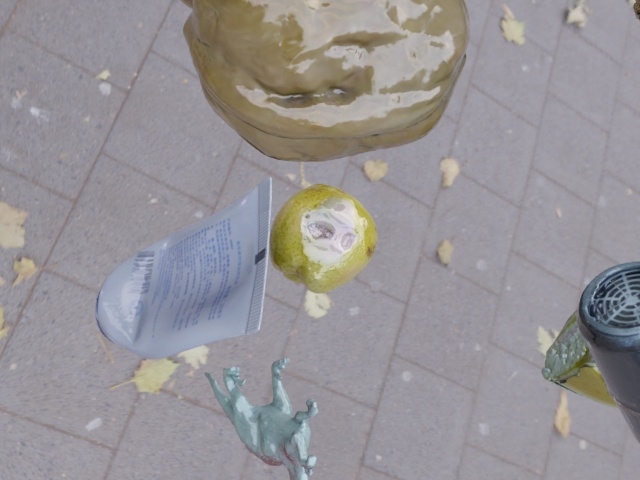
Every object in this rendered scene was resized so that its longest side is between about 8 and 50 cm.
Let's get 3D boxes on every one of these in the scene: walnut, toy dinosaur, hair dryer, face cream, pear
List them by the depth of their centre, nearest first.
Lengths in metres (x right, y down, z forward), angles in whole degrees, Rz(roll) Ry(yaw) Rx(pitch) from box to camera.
[{"bbox_3d":[0.004,-0.120,0.426,0.167,0.166,0.149,17,55,-22],"label":"walnut"},{"bbox_3d":[0.349,0.018,0.733,0.189,0.107,0.352,53,45,-31],"label":"hair dryer"},{"bbox_3d":[-0.073,0.217,0.847,0.053,0.242,0.167,-4,94,-43],"label":"toy dinosaur"},{"bbox_3d":[-0.219,0.070,1.148,0.137,0.420,0.234,24,58,-36],"label":"face cream"},{"bbox_3d":[0.000,0.000,1.175,0.178,0.178,0.177,6,75,-25],"label":"pear"}]

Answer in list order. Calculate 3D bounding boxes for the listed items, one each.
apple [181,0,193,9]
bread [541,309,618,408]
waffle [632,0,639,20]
[{"bbox_3d":[-0.172,-0.479,1.253,0.174,0.188,0.188,28,63,-51],"label":"apple"},{"bbox_3d":[0.464,0.173,1.077,0.158,0.261,0.156,-62,139,-25],"label":"bread"},{"bbox_3d":[0.209,-0.199,0.460,0.291,0.051,0.291,48,22,-27],"label":"waffle"}]
